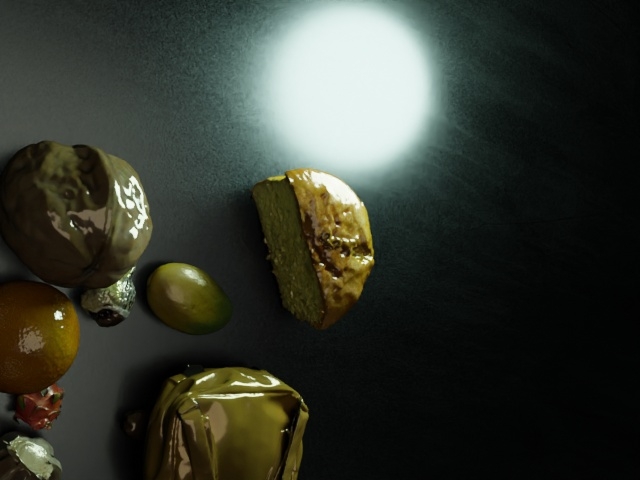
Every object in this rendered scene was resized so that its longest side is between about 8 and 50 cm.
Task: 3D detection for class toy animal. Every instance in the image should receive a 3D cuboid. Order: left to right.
[{"bbox_3d":[-0.381,0.105,1.436,0.137,0.098,0.098,-33,110,-49],"label":"toy animal"}]

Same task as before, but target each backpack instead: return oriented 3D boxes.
[{"bbox_3d":[-0.200,0.430,1.493,0.354,0.201,0.377,14,83,-32],"label":"backpack"}]

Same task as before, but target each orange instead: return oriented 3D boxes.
[{"bbox_3d":[-0.510,0.164,1.297,0.206,0.206,0.206,-2,93,-31],"label":"orange"}]

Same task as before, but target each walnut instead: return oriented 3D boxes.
[{"bbox_3d":[-0.419,-0.046,1.314,0.273,0.273,0.227,-18,145,-30],"label":"walnut"}]

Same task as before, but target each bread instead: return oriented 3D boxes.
[{"bbox_3d":[0.000,0.000,1.607,0.179,0.194,0.339,-25,106,-34],"label":"bread"}]

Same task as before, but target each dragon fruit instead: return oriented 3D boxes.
[{"bbox_3d":[-0.501,0.278,1.374,0.081,0.086,0.116,2,82,6],"label":"dragon fruit"}]

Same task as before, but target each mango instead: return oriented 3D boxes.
[{"bbox_3d":[-0.254,0.118,1.515,0.195,0.092,0.130,24,77,-39],"label":"mango"}]

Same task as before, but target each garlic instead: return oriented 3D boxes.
[{"bbox_3d":[-0.538,0.426,1.348,0.131,0.127,0.194,32,102,-10],"label":"garlic"}]
